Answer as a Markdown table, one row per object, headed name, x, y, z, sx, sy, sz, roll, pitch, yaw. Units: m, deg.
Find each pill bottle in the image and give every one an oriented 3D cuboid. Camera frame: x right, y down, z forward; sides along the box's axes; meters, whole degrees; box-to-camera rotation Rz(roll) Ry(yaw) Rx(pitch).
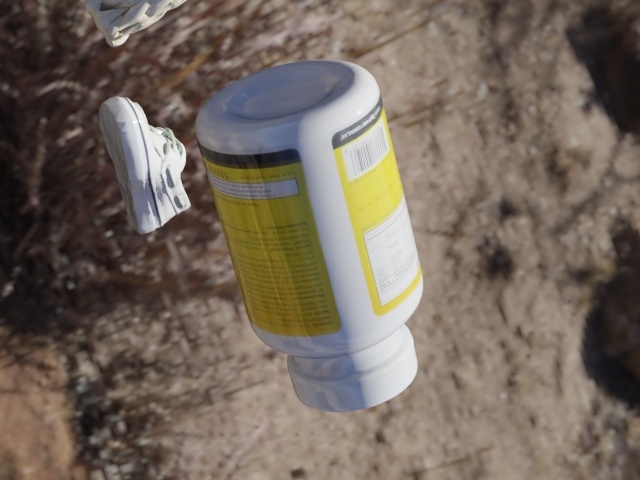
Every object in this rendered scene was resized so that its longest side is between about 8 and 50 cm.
| name | x | y | z | sx | sy | sz | roll | pitch | yaw |
| --- | --- | --- | --- | --- | --- | --- | --- | --- | --- |
| pill bottle | 0.000 | 0.000 | 0.920 | 0.103 | 0.103 | 0.184 | -47 | 131 | -49 |

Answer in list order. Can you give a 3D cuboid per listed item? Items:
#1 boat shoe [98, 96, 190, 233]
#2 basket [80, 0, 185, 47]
| name | x | y | z | sx | sy | sz | roll | pitch | yaw |
| --- | --- | --- | --- | --- | --- | --- | --- | --- | --- |
| boat shoe | -0.182 | -0.091 | 1.752 | 0.076 | 0.226 | 0.083 | -25 | 67 | -13 |
| basket | -0.143 | -0.388 | 1.540 | 0.266 | 0.331 | 0.328 | 56 | 0 | -17 |
